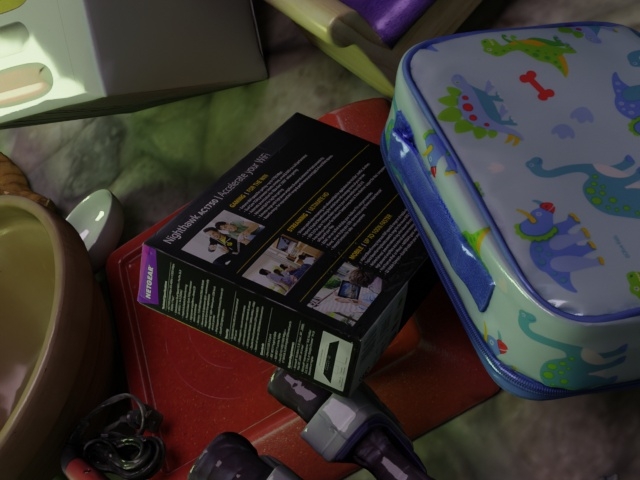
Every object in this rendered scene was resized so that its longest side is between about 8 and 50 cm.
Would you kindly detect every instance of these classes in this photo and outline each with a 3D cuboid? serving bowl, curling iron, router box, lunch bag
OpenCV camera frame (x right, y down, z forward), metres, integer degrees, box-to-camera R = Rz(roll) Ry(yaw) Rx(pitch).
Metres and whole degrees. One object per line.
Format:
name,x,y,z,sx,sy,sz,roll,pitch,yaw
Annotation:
serving bowl,-0.177,0.002,0.963,0.083,0.027,0.083,-36,34,29
curling iron,-0.082,0.164,0.708,0.068,0.035,0.274,-48,36,-5
router box,0.000,0.000,0.720,0.133,0.046,0.179,24,38,17
lunch bag,0.136,-0.023,0.676,0.176,0.090,0.219,-10,50,-19

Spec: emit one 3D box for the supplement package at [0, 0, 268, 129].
supplement package,-0.172,-0.225,0.908,0.145,0.204,0.262,-9,95,31

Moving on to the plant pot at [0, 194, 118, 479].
plant pot,-0.222,0.096,0.881,0.237,0.110,0.237,-22,52,32

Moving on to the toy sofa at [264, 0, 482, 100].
toy sofa,0.097,-0.284,0.850,0.362,0.177,0.150,-48,47,0

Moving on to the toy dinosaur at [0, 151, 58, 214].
toy dinosaur,-0.290,-0.059,1.076,0.112,0.064,0.211,-35,56,-11

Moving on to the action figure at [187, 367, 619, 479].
action figure,0.071,0.173,0.642,0.285,0.099,0.185,39,86,25

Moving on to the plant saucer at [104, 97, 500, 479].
plant saucer,-0.037,0.045,0.834,0.259,0.048,0.258,-31,50,15
